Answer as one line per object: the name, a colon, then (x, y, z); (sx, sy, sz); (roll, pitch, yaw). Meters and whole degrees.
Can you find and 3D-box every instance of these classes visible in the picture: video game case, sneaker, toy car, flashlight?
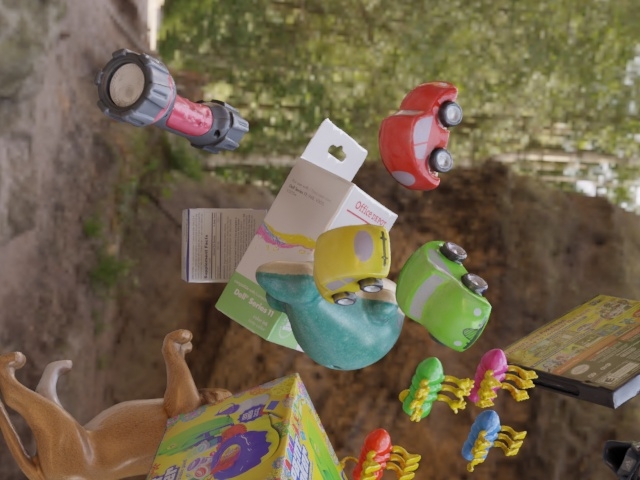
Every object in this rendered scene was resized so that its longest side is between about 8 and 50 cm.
video game case: (0.439, 0.163, 1.675); (0.248, 0.274, 0.035); (10, -61, 53)
sneaker: (0.549, 0.390, 1.756); (0.300, 0.121, 0.111); (173, -62, -80)
toy car: (0.071, 0.002, 0.917); (0.239, 0.053, 0.225); (-61, -146, 25)
flashlight: (-0.204, -0.193, 1.589); (0.103, 0.103, 0.304); (-49, 157, 12)

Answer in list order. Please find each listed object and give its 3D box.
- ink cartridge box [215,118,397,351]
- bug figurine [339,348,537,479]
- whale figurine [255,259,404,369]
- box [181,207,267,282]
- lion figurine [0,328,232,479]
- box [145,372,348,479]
ink cartridge box: (0.000, 0.000, 1.796); (0.353, 0.119, 0.207); (-61, 152, 1)
bug figurine: (0.160, 0.234, 1.419); (0.072, 0.279, 0.216); (49, -51, 41)
whale figurine: (0.010, 0.106, 1.567); (0.272, 0.216, 0.141); (30, 67, -58)
box: (-0.164, 0.008, 1.853); (0.072, 0.137, 0.126); (-174, -95, -73)
lion figurine: (-0.244, 0.250, 1.391); (0.142, 0.392, 0.240); (120, -41, -68)
box: (-0.060, 0.347, 1.181); (0.290, 0.177, 0.279); (-82, 149, -71)
